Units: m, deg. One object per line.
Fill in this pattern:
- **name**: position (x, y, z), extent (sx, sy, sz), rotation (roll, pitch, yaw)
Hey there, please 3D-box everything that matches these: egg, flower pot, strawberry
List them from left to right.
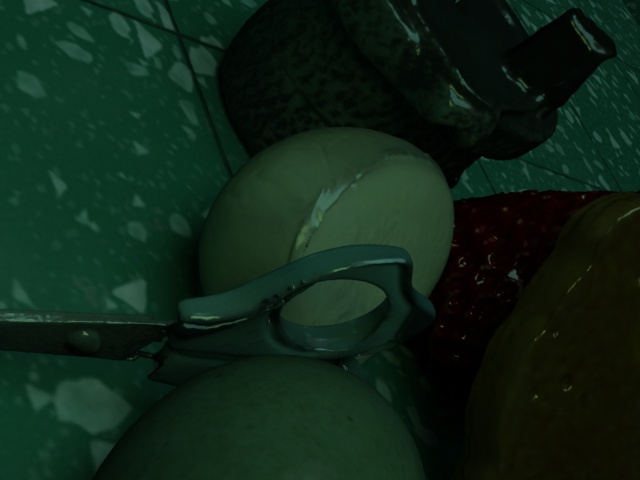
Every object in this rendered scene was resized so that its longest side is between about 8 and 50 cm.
- **egg**: position (-0.032, 0.149, 0.494), extent (0.169, 0.169, 0.236), rotation (52, 25, 1)
- **flower pot**: position (0.087, -0.162, 0.875), extent (0.299, 0.283, 0.299), rotation (35, 33, -27)
- **strawberry**: position (0.192, 0.035, 0.838), extent (0.205, 0.244, 0.205), rotation (27, 49, -35)

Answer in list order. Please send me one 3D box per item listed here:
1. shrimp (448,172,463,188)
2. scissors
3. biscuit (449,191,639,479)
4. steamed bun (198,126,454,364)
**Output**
- **shrimp**: position (0.097, -0.152, 1.107), extent (0.262, 0.051, 0.198), rotation (11, 50, -52)
- **scissors**: position (-0.104, 0.059, 0.547), extent (0.360, 0.191, 0.029), rotation (6, 46, -30)
- **biscuit**: position (0.241, 0.139, 0.745), extent (0.312, 0.351, 0.057), rotation (4, 12, -28)
- **steamed bun**: position (0.000, 0.000, 0.716), extent (0.131, 0.177, 0.228), rotation (20, 29, 34)
